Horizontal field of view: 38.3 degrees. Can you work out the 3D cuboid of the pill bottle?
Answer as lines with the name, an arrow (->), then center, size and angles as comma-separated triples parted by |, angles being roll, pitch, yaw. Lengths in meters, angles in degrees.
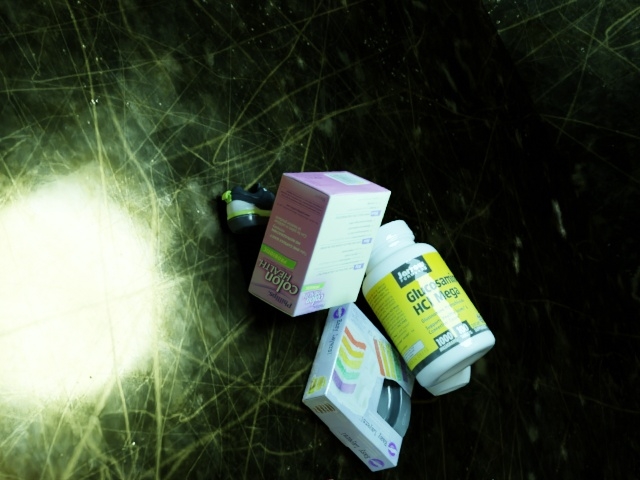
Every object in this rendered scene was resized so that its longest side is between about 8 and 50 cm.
pill bottle -> 0.209, 0.130, 1.980 | 0.188, 0.188, 0.334 | -6, 59, -55

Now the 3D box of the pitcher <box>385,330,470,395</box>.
pitcher -> 0.239, 0.247, 2.092 | 0.178, 0.125, 0.207 | -10, 70, -35

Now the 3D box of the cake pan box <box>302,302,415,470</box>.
cake pan box -> 0.087, 0.300, 1.884 | 0.267, 0.070, 0.245 | 50, 41, -28

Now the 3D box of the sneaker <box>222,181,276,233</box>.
sneaker -> -0.098, -0.070, 1.796 | 0.235, 0.084, 0.097 | -1, 72, -55

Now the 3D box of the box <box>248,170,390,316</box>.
box -> 0.000, 0.000, 1.758 | 0.214, 0.117, 0.242 | -9, 120, -55
